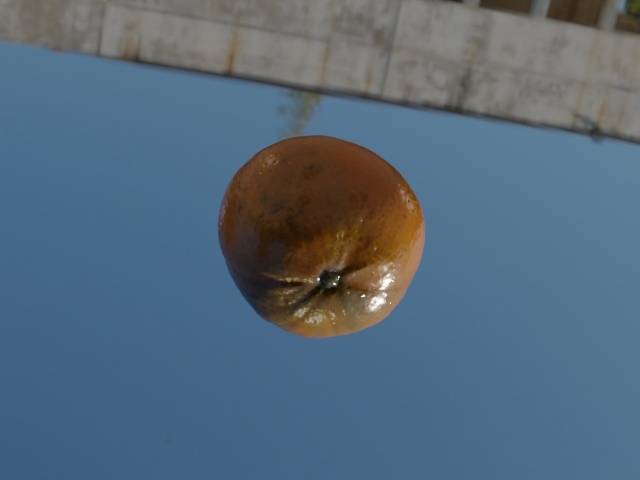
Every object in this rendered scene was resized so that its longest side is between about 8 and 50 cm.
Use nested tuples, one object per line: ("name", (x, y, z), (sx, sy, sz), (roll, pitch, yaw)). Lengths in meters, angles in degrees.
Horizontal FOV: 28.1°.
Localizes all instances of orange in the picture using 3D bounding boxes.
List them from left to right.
("orange", (0.000, 0.000, 1.433), (0.240, 0.240, 0.171), (9, -153, -6))
